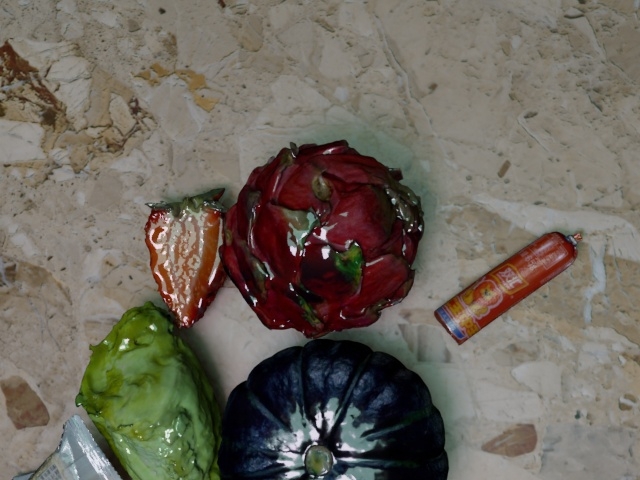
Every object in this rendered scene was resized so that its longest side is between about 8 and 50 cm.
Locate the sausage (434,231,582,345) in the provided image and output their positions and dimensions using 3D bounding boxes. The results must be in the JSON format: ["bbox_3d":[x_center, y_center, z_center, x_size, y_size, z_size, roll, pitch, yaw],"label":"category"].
[{"bbox_3d":[0.319,0.070,1.216,0.274,0.074,0.074,-35,80,2],"label":"sausage"}]

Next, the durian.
[{"bbox_3d":[-0.265,0.299,1.188,0.204,0.256,0.340,-21,111,-6],"label":"durian"}]

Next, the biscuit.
[{"bbox_3d":[-0.425,0.425,1.217,0.186,0.079,0.309,52,131,9],"label":"biscuit"}]

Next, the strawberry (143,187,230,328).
[{"bbox_3d":[-0.210,0.031,1.285,0.174,0.098,0.228,-15,85,7],"label":"strawberry"}]

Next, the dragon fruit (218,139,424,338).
[{"bbox_3d":[-0.001,0.000,1.150,0.329,0.329,0.330,-1,83,8],"label":"dragon fruit"}]

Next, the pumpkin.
[{"bbox_3d":[0.014,0.331,1.133,0.363,0.266,0.364,-1,83,12],"label":"pumpkin"}]
